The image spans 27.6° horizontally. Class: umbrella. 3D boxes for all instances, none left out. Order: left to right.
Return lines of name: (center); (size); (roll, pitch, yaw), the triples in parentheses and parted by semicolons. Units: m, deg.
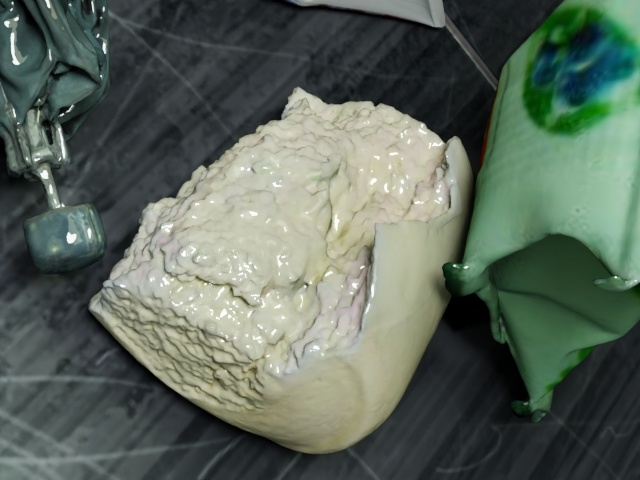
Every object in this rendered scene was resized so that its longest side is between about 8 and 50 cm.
umbrella: (-0.179, -0.152, 0.755); (0.094, 0.143, 0.349); (-18, 83, 3)

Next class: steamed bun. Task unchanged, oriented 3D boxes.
steamed bun: (0.000, 0.000, 0.814); (0.200, 0.170, 0.225); (40, 55, -14)

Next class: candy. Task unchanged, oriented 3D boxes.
candy: (0.183, -0.033, 0.841); (0.172, 0.398, 0.263); (17, 72, 5)

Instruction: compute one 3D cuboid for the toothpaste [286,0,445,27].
toothpaste: (-0.009, -0.215, 0.951); (0.266, 0.061, 0.096); (2, 74, -42)
